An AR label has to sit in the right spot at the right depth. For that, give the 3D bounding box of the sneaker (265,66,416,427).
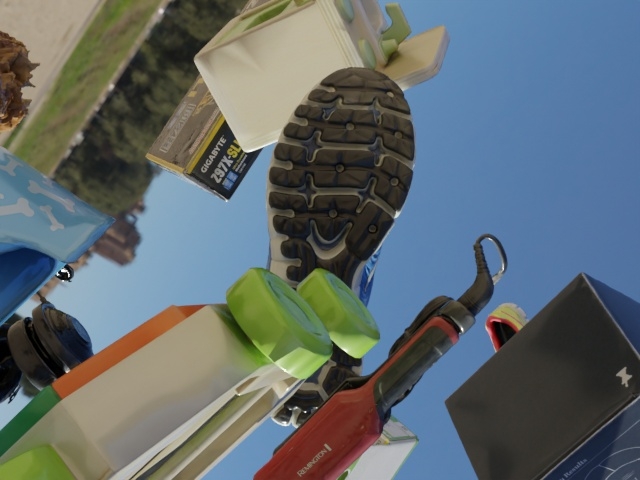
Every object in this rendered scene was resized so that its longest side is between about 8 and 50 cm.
[{"bbox_3d":[0.000,0.000,0.883,0.147,0.129,0.330,-124,-132,-84],"label":"sneaker"}]

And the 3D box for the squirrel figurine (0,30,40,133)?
[{"bbox_3d":[-0.527,-0.258,1.100,0.281,0.397,0.370,-43,-152,-17],"label":"squirrel figurine"}]

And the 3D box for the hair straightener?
[{"bbox_3d":[0.043,0.083,0.620,0.230,0.047,0.089,-53,175,17],"label":"hair straightener"}]

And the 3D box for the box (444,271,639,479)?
[{"bbox_3d":[0.435,0.271,1.360,0.293,0.395,0.212,-48,-142,23],"label":"box"}]

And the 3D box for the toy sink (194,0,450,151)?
[{"bbox_3d":[0.005,-0.217,1.026,0.234,0.131,0.153,-18,-157,23],"label":"toy sink"}]

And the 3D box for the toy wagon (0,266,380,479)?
[{"bbox_3d":[-0.105,0.116,0.467,0.267,0.068,0.344,-44,168,8],"label":"toy wagon"}]

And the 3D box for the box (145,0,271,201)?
[{"bbox_3d":[-0.101,-0.218,1.283,0.322,0.079,0.257,-57,-159,-3],"label":"box"}]

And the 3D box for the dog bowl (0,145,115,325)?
[{"bbox_3d":[-0.210,0.052,0.424,0.166,0.074,0.297,-37,-169,31],"label":"dog bowl"}]

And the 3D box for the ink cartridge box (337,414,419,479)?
[{"bbox_3d":[0.037,0.386,1.588,0.097,0.255,0.189,37,-80,29],"label":"ink cartridge box"}]

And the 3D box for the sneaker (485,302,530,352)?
[{"bbox_3d":[0.339,0.202,1.569,0.081,0.209,0.094,-44,159,25],"label":"sneaker"}]

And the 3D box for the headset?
[{"bbox_3d":[-0.434,0.177,1.392,0.243,0.185,0.394,-12,-118,13],"label":"headset"}]
